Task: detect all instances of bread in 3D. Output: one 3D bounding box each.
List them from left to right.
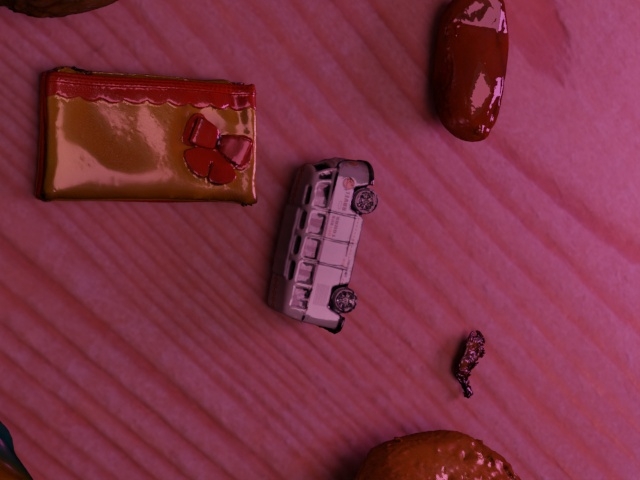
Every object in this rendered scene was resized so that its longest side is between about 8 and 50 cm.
[{"bbox_3d":[0.136,0.330,1.759,0.239,0.139,0.240,12,49,-15],"label":"bread"}]

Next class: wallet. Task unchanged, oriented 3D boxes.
[{"bbox_3d":[-0.174,-0.106,1.594,0.241,0.067,0.141,0,95,-29],"label":"wallet"}]

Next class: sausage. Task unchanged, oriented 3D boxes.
[{"bbox_3d":[0.173,-0.204,1.771,0.089,0.089,0.179,6,91,-30],"label":"sausage"}]

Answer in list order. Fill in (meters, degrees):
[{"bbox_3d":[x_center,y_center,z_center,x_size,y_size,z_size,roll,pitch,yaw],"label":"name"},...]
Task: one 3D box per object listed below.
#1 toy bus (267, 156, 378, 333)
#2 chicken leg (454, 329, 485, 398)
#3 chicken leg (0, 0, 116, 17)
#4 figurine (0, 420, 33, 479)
[{"bbox_3d":[0.000,0.000,1.698,0.089,0.087,0.194,12,92,-20],"label":"toy bus"},{"bbox_3d":[0.177,0.148,1.853,0.036,0.021,0.083,14,91,-40],"label":"chicken leg"},{"bbox_3d":[-0.197,-0.356,1.506,0.429,0.152,0.201,-38,106,-28],"label":"chicken leg"},{"bbox_3d":[-0.342,0.272,1.395,0.323,0.340,0.231,44,76,-28],"label":"figurine"}]
